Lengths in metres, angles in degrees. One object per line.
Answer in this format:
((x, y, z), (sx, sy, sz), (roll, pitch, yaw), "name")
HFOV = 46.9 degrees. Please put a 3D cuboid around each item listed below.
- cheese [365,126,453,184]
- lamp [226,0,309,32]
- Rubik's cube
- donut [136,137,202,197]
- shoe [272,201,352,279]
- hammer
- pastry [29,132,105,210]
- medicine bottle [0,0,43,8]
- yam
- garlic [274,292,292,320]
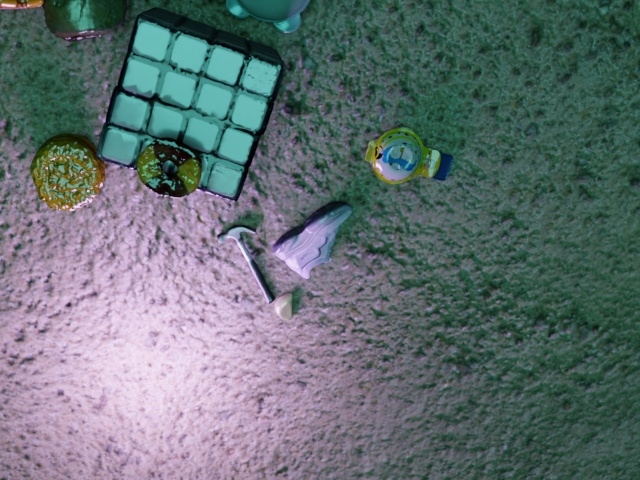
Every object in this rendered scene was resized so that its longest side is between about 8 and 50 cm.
((0.240, -0.218, 1.966), (0.250, 0.064, 0.157), (9, 108, -20), "cheese")
((-0.108, -0.655, 1.759), (0.209, 0.147, 0.284), (17, 104, -6), "lamp")
((-0.296, -0.330, 1.745), (0.343, 0.344, 0.337), (17, 106, -12), "Rubik's cube")
((-0.321, -0.160, 1.590), (0.140, 0.059, 0.140), (-1, 112, -2), "donut")
((0.000, 0.000, 2.003), (0.245, 0.095, 0.138), (-35, 110, 10), "shoe")
((-0.183, 0.067, 2.040), (0.103, 0.029, 0.246), (-27, 109, 5), "hammer")
((-0.644, -0.176, 1.888), (0.188, 0.103, 0.189), (-1, 108, -4), "pastry")
((-0.725, -0.605, 1.680), (0.112, 0.222, 0.149), (-15, 113, -36), "medicine bottle")
((-0.558, -0.620, 1.717), (0.195, 0.195, 0.300), (-4, 107, -3), "yam")
((-0.103, 0.189, 2.078), (0.053, 0.041, 0.083), (-12, 116, -14), "garlic")
